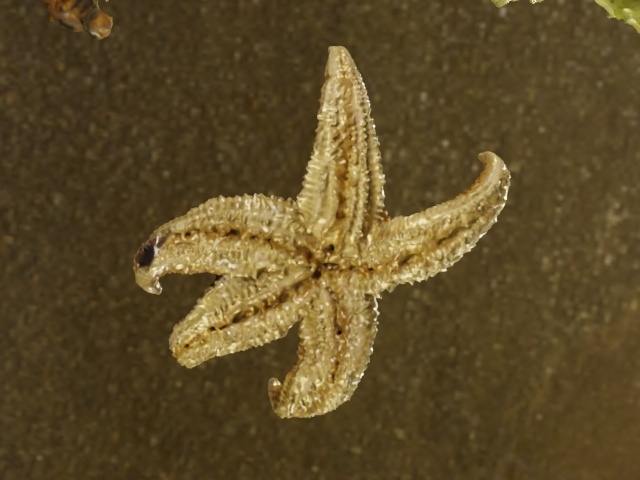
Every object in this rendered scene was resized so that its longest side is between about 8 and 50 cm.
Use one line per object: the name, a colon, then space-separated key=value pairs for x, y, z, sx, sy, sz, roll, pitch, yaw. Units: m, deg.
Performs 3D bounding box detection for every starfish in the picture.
starfish: x=0.001 y=0.000 z=0.902 sx=0.071 sy=0.238 sz=0.216 roll=-85 pitch=160 yaw=-73

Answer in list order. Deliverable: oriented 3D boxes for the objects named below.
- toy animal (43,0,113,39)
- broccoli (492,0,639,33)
toy animal: x=-0.171 y=-0.240 z=0.971 sx=0.116 sy=0.114 sz=0.255 roll=-51 pitch=171 yaw=-11
broccoli: x=0.227 y=-0.218 z=0.937 sx=0.248 sy=0.288 sz=0.245 roll=51 pitch=43 yaw=-10
